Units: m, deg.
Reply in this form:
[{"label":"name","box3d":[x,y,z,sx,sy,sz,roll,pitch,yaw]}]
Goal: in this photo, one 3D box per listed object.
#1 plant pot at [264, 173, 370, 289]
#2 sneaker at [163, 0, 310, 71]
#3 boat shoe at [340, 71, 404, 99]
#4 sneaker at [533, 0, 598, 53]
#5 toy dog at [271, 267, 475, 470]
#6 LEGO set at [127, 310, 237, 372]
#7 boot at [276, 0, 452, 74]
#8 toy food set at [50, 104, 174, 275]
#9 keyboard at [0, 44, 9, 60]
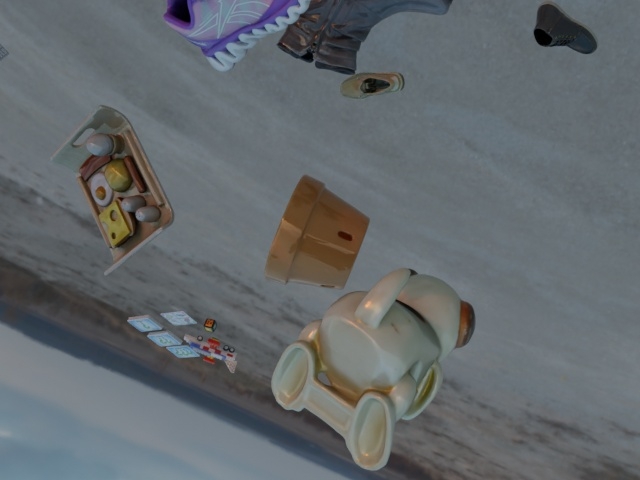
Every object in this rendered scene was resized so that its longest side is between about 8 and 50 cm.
[{"label":"plant pot","box3d":[0.000,0.000,1.712,0.203,0.291,0.291,22,164,1]},{"label":"sneaker","box3d":[-0.084,-0.264,0.683,0.104,0.095,0.236,24,150,-33]},{"label":"boat shoe","box3d":[0.116,-0.393,1.677,0.190,0.072,0.068,-1,108,42]},{"label":"sneaker","box3d":[0.713,-0.591,1.951,0.222,0.118,0.083,30,156,-13]},{"label":"toy dog","box3d":[0.140,0.195,1.381,0.284,0.395,0.408,21,-156,31]},{"label":"LEGO set","box3d":[-0.301,0.229,1.489,0.244,0.060,0.182,-10,136,35]},{"label":"boot","box3d":[0.092,-0.450,1.391,0.338,0.223,0.118,14,-175,10]},{"label":"toy food set","box3d":[-0.459,-0.104,1.426,0.219,0.306,0.092,-34,168,31]},{"label":"keyboard","box3d":[-0.683,-0.433,1.213,0.014,0.072,0.256,-28,119,22]}]
